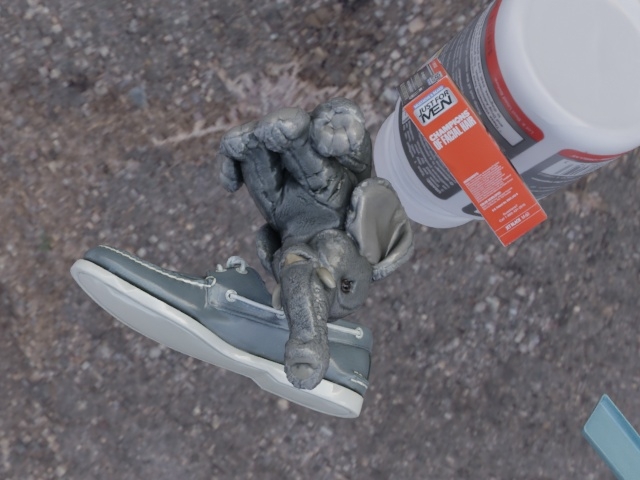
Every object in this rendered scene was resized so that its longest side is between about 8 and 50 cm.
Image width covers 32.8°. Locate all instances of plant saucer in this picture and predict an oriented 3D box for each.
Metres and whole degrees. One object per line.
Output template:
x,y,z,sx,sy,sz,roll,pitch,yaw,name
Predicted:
0.375,0.274,1.284,0.192,0.067,0.018,51,139,-6,plant saucer

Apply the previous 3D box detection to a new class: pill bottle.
0.209,-0.143,1.233,0.210,0.210,0.363,47,154,-4,pill bottle

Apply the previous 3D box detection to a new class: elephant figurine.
0.000,0.000,1.013,0.169,0.186,0.239,-21,87,69,elephant figurine

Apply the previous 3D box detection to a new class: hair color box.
0.142,-0.085,1.031,0.053,0.093,0.167,-36,106,12,hair color box

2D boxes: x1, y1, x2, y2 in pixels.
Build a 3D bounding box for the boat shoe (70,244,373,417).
-0.088,0.071,1.072,0.319,0.099,0.116,28,160,-16,boat shoe
